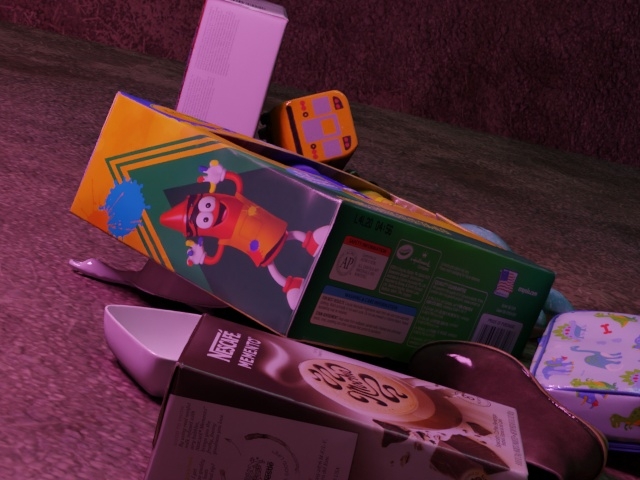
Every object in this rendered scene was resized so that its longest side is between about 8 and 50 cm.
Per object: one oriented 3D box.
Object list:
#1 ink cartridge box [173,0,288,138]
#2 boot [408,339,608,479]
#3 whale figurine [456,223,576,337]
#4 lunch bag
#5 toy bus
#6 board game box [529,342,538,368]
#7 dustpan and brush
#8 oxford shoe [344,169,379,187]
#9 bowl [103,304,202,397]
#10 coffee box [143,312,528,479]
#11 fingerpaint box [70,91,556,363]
[{"bbox_3d":[-0.152,-0.224,2.398,0.130,0.310,0.272,16,12,-5],"label":"ink cartridge box"},{"bbox_3d":[0.170,0.177,1.583,0.248,0.090,0.207,26,13,22],"label":"boot"},{"bbox_3d":[0.234,0.056,2.083,0.272,0.141,0.216,8,15,-37],"label":"whale figurine"},{"bbox_3d":[0.326,0.156,1.760,0.176,0.090,0.219,4,22,16],"label":"lunch bag"},{"bbox_3d":[-0.023,-0.156,2.479,0.130,0.108,0.333,-15,-3,-4],"label":"toy bus"},{"bbox_3d":[0.389,0.196,1.906,0.165,0.042,0.243,10,14,-26],"label":"board game box"},{"bbox_3d":[-0.186,0.046,1.795,0.211,0.060,0.147,24,6,3],"label":"dustpan and brush"},{"bbox_3d":[0.015,-0.071,2.456,0.082,0.096,0.227,26,17,30],"label":"oxford shoe"},{"bbox_3d":[-0.138,0.116,1.531,0.142,0.053,0.142,8,14,-34],"label":"bowl"},{"bbox_3d":[0.014,0.176,1.317,0.297,0.119,0.168,17,13,-1],"label":"coffee box"},{"bbox_3d":[0.000,0.000,1.815,0.371,0.163,0.444,27,7,39],"label":"fingerpaint box"}]
